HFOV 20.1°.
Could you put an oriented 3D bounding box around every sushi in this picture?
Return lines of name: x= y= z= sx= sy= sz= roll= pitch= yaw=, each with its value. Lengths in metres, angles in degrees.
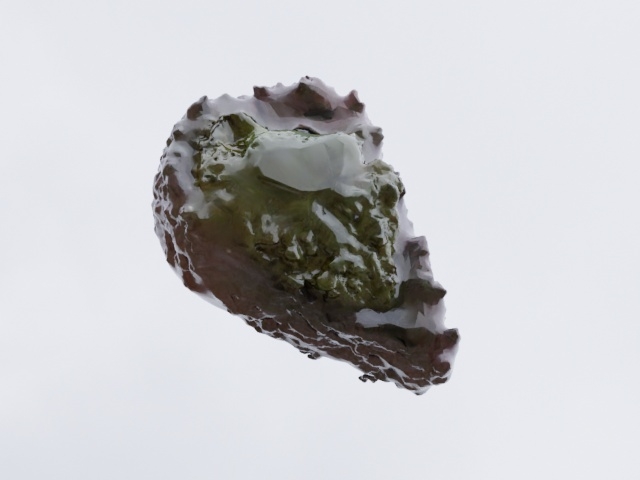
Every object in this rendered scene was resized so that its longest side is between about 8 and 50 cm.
sushi: x=-0.019 y=0.002 z=1.173 sx=0.107 sy=0.161 sz=0.241 roll=106 pitch=-32 yaw=-63
